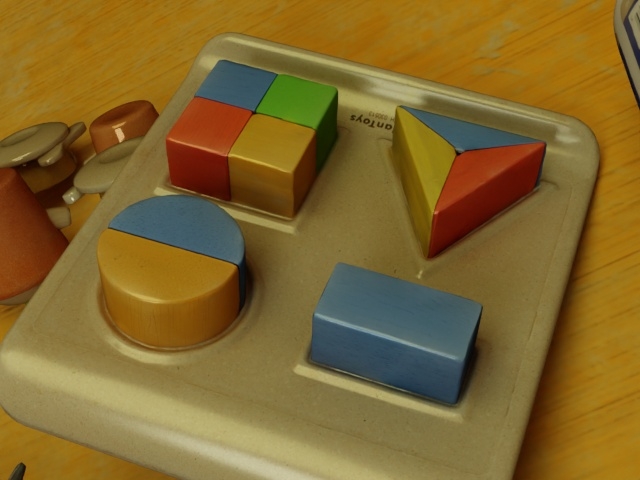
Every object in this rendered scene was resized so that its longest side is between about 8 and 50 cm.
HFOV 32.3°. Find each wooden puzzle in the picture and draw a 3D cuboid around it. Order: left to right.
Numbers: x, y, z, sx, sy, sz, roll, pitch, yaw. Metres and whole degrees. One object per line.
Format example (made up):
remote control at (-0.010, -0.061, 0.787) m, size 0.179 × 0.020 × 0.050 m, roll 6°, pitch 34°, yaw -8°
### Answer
wooden puzzle at (0.000, 0.000, 0.726) m, size 0.322 × 0.080 × 0.348 m, roll 16°, pitch 54°, yaw 12°

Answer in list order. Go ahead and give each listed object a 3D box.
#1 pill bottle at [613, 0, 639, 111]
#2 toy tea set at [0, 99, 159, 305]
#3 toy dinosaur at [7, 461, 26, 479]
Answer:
pill bottle at (0.284, -0.066, 0.679) m, size 0.153 × 0.153 × 0.264 m, roll -17°, pitch 54°, yaw 16°
toy tea set at (-0.167, -0.033, 0.938) m, size 0.336 × 0.124 × 0.200 m, roll -9°, pitch 27°, yaw 26°
toy dinosaur at (-0.242, 0.217, 0.735) m, size 0.296 × 0.200 × 0.127 m, roll 3°, pitch 62°, yaw 29°
